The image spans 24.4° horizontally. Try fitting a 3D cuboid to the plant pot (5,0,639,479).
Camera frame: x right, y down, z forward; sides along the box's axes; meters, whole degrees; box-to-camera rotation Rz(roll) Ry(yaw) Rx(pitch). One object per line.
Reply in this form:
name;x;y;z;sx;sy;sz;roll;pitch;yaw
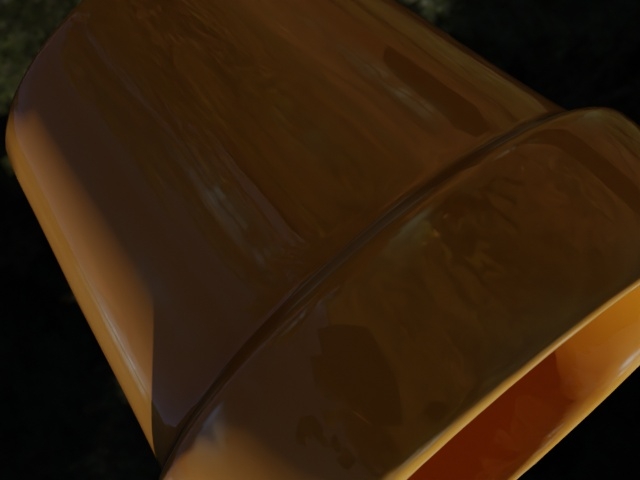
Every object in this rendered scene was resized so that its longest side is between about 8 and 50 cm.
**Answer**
plant pot;0.000;0.000;0.499;0.188;0.205;0.205;48;167;17
